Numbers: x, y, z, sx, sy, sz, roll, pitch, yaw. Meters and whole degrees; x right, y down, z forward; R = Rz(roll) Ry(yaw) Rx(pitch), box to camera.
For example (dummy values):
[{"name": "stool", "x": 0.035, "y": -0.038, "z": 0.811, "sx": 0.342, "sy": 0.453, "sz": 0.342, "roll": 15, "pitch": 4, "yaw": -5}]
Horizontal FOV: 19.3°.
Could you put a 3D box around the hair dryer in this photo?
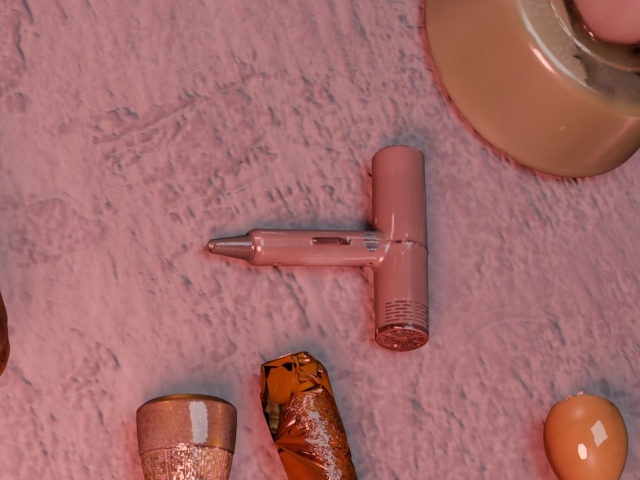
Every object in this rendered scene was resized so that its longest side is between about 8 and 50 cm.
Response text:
[{"name": "hair dryer", "x": -0.003, "y": -0.011, "z": 1.728, "sx": 0.220, "sy": 0.053, "sz": 0.195, "roll": 12, "pitch": 60, "yaw": -20}]

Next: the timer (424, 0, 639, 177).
[{"name": "timer", "x": 0.301, "y": -0.256, "z": 1.865, "sx": 0.290, "sy": 0.315, "sz": 0.291, "roll": 14, "pitch": 59, "yaw": -25}]

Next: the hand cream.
[{"name": "hand cream", "x": -0.106, "y": 0.229, "z": 1.524, "sx": 0.084, "sy": 0.084, "sz": 0.203, "roll": 7, "pitch": 71, "yaw": -30}]

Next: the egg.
[{"name": "egg", "x": 0.248, "y": 0.193, "z": 1.758, "sx": 0.080, "sy": 0.080, "sz": 0.096, "roll": 13, "pitch": 64, "yaw": -27}]

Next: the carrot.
[{"name": "carrot", "x": 0.003, "y": 0.208, "z": 1.606, "sx": 0.069, "sy": 0.069, "sz": 0.229, "roll": -8, "pitch": 73, "yaw": -35}]

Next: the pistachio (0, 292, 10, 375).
[{"name": "pistachio", "x": -0.365, "y": 0.046, "z": 1.401, "sx": 0.260, "sy": 0.163, "sz": 0.213, "roll": -14, "pitch": 54, "yaw": -23}]
